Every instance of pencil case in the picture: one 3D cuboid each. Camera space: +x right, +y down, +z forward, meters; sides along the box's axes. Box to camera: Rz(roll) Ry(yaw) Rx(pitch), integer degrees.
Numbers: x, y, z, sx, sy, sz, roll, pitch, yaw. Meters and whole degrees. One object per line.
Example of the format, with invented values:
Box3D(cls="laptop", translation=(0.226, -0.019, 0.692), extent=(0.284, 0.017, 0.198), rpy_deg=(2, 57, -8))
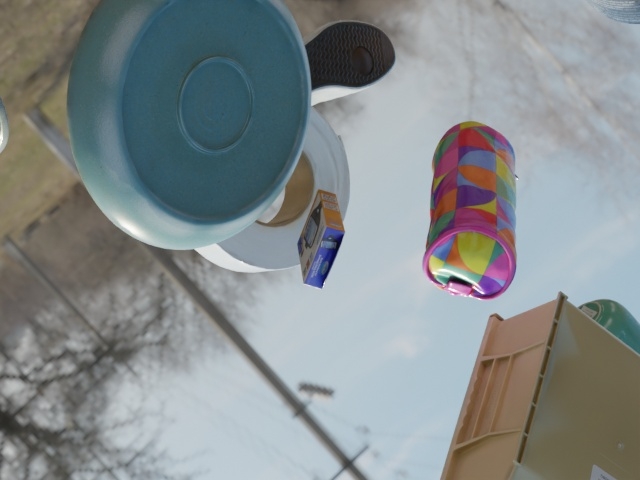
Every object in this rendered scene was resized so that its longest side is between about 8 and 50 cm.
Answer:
Box3D(cls="pencil case", translation=(0.161, -0.033, 1.356), extent=(0.104, 0.104, 0.236), rpy_deg=(-37, -161, 27))

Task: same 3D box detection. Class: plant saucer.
Box3D(cls="plant saucer", translation=(-0.119, -0.144, 1.340), extent=(0.044, 0.317, 0.317), rpy_deg=(12, -131, 45))

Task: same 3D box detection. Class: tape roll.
Box3D(cls="tape roll", translation=(-0.096, -0.092, 2.031), extent=(0.286, 0.286, 0.100), rpy_deg=(-45, -164, -24))

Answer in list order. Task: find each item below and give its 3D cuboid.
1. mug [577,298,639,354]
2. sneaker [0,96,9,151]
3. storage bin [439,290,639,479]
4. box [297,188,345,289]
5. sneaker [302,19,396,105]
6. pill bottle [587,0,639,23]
Box3D(cls="mug", translation=(0.424, 0.159, 2.008), extent=(0.158, 0.097, 0.129), rpy_deg=(-27, -156, 35))
Box3D(cls="sneaker", translation=(-0.494, -0.136, 1.717), extent=(0.118, 0.083, 0.222), rpy_deg=(-21, 161, -31))
Box3D(cls="storage bin", translation=(0.288, 0.238, 1.405), extent=(0.123, 0.262, 0.260), rpy_deg=(-31, -150, 50))
Box3D(cls="box", translation=(0.000, 0.000, 1.552), extent=(0.136, 0.028, 0.081), rpy_deg=(-98, -153, -67))
Box3D(cls="sneaker", translation=(-0.025, -0.244, 1.849), extent=(0.290, 0.106, 0.123), rpy_deg=(-21, -176, -34))
Box3D(cls="pill bottle", translation=(0.239, -0.280, 1.043), extent=(0.130, 0.130, 0.246), rpy_deg=(-40, 152, 13))
